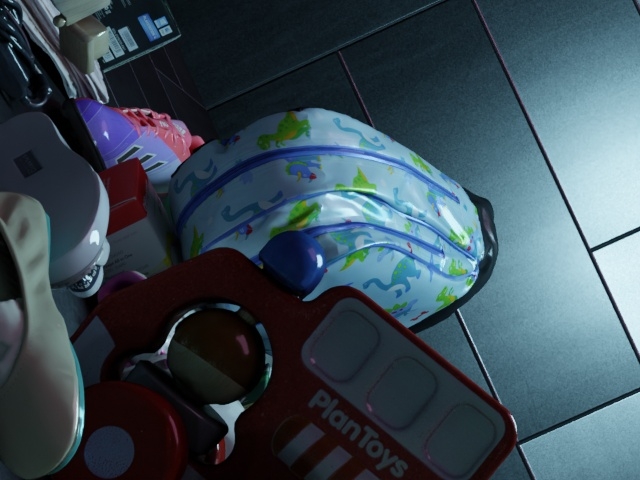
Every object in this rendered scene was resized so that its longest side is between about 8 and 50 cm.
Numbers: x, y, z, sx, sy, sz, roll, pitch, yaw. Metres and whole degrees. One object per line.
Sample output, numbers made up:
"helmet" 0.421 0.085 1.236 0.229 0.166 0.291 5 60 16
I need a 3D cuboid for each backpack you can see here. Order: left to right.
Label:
"backpack" 0.000 0.000 1.566 0.355 0.290 0.273 47 28 -45

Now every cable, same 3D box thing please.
"cable" -0.317 -0.224 1.455 0.150 0.047 0.184 -107 171 -58

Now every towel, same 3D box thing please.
"towel" -0.359 -0.355 1.735 0.317 0.053 0.331 63 4 -54

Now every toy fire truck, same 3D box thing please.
"toy fire truck" -0.041 0.134 1.097 0.302 0.254 0.169 40 -2 12

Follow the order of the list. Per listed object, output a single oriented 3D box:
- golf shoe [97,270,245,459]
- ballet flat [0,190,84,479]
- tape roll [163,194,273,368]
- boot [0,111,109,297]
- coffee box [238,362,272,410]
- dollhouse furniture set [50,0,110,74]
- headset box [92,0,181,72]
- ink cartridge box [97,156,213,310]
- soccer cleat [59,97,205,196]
"golf shoe" -0.133 0.144 1.338 0.140 0.115 0.306 49 6 -39
"ballet flat" -0.213 0.049 0.960 0.248 0.086 0.086 -113 177 -48
"tape roll" -0.097 0.075 1.808 0.321 0.077 0.321 -14 90 -74
"boot" -0.200 -0.004 1.179 0.123 0.095 0.258 65 -4 -31
"coffee box" -0.095 0.179 1.498 0.184 0.113 0.040 -85 152 -81
"dollhouse furniture set" -0.355 -0.332 1.354 0.303 0.174 0.355 41 -31 23
"headset box" -0.325 -0.428 2.135 0.283 0.131 0.246 -112 177 -51
"ink cartridge box" -0.191 0.007 1.525 0.134 0.078 0.231 -108 172 -68
"soccer cleat" -0.213 -0.117 1.733 0.318 0.116 0.108 51 14 -79
